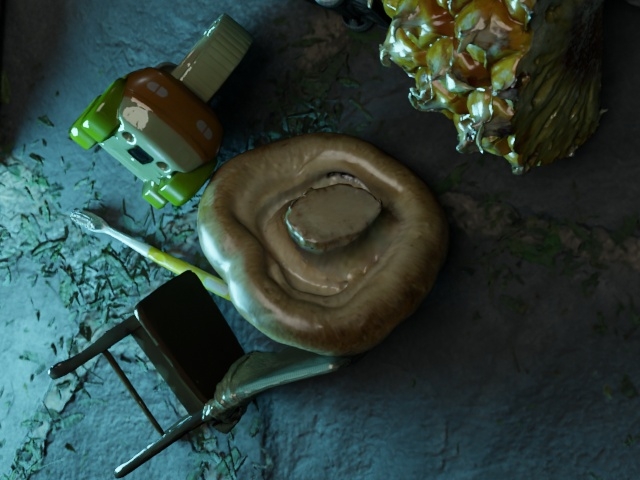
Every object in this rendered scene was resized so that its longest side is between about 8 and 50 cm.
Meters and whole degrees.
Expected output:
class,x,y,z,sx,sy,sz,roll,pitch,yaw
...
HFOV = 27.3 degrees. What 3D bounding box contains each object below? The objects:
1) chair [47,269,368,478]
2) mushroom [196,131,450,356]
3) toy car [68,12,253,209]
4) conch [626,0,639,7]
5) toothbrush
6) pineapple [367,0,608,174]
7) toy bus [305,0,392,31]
class,x,y,z,sx,sy,sz,roll,pitch,yaw
chair,-0.122,0.123,1.492,0.319,0.160,0.186,-32,91,23
mushroom,0.000,0.000,1.426,0.278,0.146,0.278,0,60,-1
toy car,-0.162,-0.162,1.515,0.145,0.235,0.235,41,108,-14
conch,0.251,-0.373,1.348,0.241,0.186,0.313,-13,104,32
toothbrush,-0.190,0.023,1.605,0.288,0.024,0.021,25,98,22
pineapple,0.113,-0.206,1.293,0.286,0.344,0.209,30,63,30
toy bus,-0.023,-0.330,1.489,0.265,0.121,0.120,24,91,23
